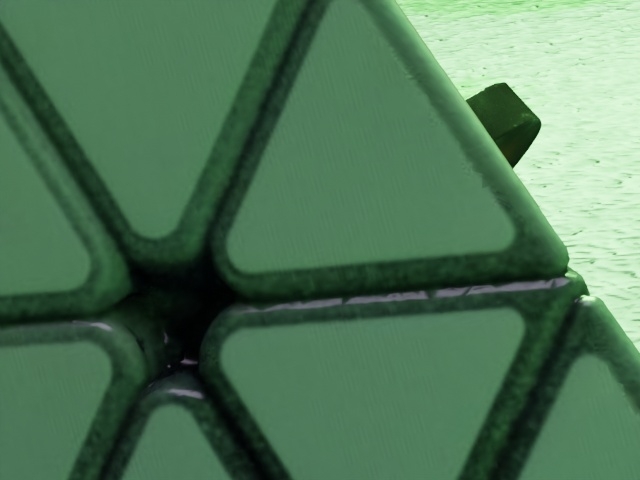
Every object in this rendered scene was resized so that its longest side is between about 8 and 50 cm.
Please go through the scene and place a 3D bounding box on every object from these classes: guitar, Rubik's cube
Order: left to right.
[{"bbox_3d":[-0.016,0.019,0.549,0.233,0.229,0.228,22,52,-18],"label":"Rubik's cube"},{"bbox_3d":[0.000,0.000,0.714,0.233,0.025,0.088,-25,-20,-46],"label":"guitar"}]
